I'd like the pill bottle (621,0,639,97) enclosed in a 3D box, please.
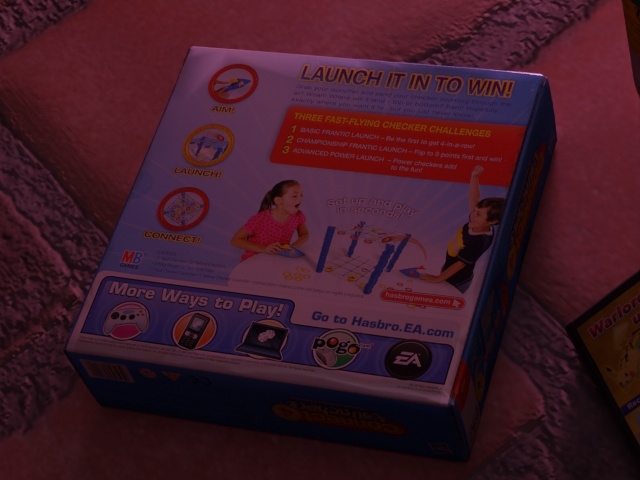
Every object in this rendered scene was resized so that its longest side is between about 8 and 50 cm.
[{"bbox_3d":[0.289,-0.154,1.398,0.118,0.208,0.117,-8,53,10],"label":"pill bottle"}]

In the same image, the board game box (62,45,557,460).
[{"bbox_3d":[0.000,0.000,1.445,0.308,0.086,0.302,7,57,20],"label":"board game box"}]

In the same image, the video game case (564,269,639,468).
[{"bbox_3d":[0.328,0.076,1.265,0.275,0.035,0.248,-39,50,18],"label":"video game case"}]
